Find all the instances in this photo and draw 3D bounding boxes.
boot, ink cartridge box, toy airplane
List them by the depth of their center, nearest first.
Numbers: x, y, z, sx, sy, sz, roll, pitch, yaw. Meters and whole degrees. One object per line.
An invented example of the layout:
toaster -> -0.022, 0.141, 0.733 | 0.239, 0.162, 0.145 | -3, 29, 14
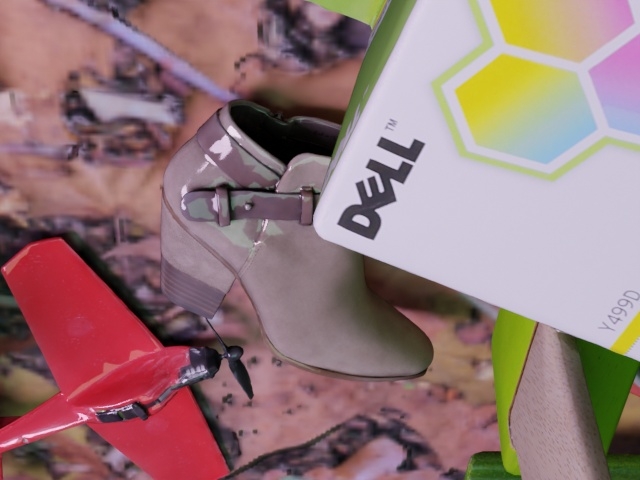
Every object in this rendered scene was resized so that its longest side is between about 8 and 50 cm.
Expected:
ink cartridge box -> 0.035, -0.088, 0.475 | 0.255, 0.097, 0.189 | 21, 137, -5
boot -> 0.000, 0.000, 0.628 | 0.118, 0.042, 0.087 | 17, 128, -15
toy airplane -> -0.099, 0.063, 0.693 | 0.151, 0.028, 0.151 | 0, 133, 0

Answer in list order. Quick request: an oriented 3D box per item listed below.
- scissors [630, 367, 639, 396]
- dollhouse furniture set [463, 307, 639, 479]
scissors -> 0.218, -0.015, 0.628 | 0.297, 0.021, 0.109 | -21, 129, 19
dollhouse furniture set -> 0.211, 0.103, 0.627 | 0.301, 0.151, 0.197 | 2, 136, -7
